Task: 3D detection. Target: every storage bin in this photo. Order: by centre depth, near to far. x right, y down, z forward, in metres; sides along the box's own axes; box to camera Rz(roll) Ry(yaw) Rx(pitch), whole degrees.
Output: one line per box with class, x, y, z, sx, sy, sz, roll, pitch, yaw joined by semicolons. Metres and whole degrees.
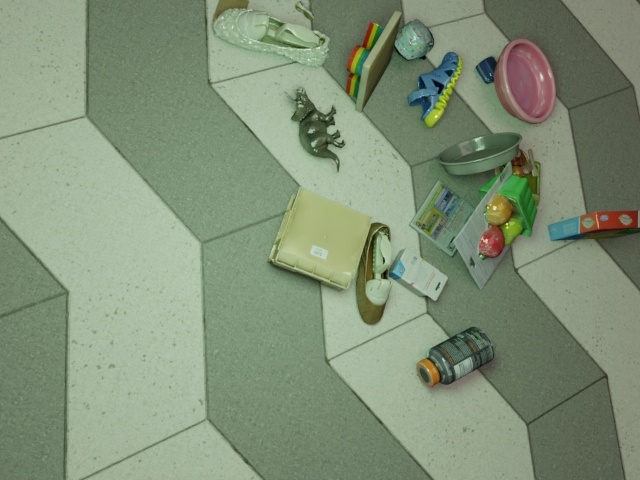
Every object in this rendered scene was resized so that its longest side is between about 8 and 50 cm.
storage bin;0.000;0.000;1.668;0.263;0.123;0.260;22;73;-12

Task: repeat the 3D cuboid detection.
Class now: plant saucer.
plant saucer;0.773;-0.242;1.987;0.188;0.045;0.188;11;75;-14
plant saucer;0.787;-0.611;2.013;0.332;0.084;0.331;4;82;-34

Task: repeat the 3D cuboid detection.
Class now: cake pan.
cake pan;0.563;-0.305;1.829;0.293;0.293;0.054;-28;111;-20

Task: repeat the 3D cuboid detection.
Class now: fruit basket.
fruit basket;0.596;-0.047;1.801;0.353;0.165;0.327;-50;133;-8

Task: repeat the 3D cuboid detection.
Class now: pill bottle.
pill bottle;0.439;0.390;1.708;0.246;0.130;0.130;-21;85;-20

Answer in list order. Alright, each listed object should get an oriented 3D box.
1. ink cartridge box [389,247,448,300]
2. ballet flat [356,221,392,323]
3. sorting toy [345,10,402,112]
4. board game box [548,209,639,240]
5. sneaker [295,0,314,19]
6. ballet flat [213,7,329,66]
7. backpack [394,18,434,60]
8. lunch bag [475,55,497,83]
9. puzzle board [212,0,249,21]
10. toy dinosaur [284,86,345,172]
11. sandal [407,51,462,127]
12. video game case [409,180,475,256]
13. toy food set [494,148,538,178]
ink cartridge box;0.332;0.120;1.770;0.181;0.061;0.104;35;72;-6
ballet flat;0.189;0.101;1.699;0.116;0.124;0.342;12;75;-22
sorting toy;0.169;-0.626;1.791;0.090;0.255;0.257;27;72;7
board game box;1.066;-0.055;1.931;0.317;0.242;0.064;-2;81;-16
sneaker;-0.050;-0.839;1.880;0.083;0.032;0.037;38;71;-6
ballet flat;-0.153;-0.715;1.764;0.409;0.147;0.146;11;76;-15
backpack;0.340;-0.739;1.904;0.152;0.115;0.182;43;41;1
lunch bag;0.663;-0.664;2.036;0.067;0.065;0.098;-27;86;-35
puzzle board;-0.312;-0.801;1.806;0.097;0.011;0.128;17;75;-13
toy dinosaur;-0.011;-0.365;1.764;0.161;0.121;0.313;-15;87;-7
sandal;0.424;-0.582;1.921;0.138;0.126;0.317;28;71;-5
video game case;0.447;-0.080;1.869;0.193;0.023;0.212;37;72;-6
toy food set;0.738;-0.294;1.942;0.192;0.038;0.132;-7;80;-18
